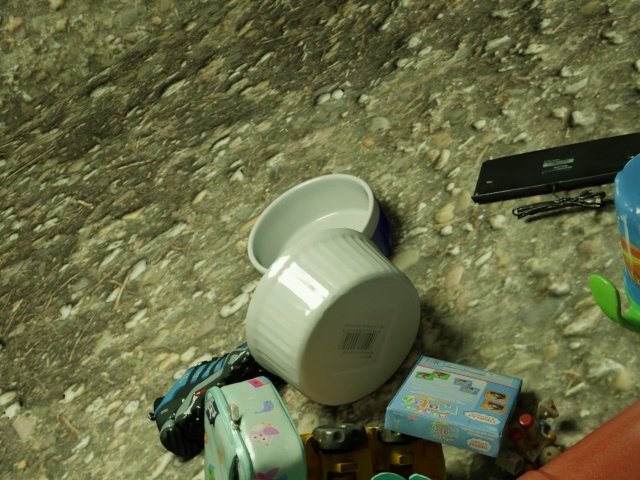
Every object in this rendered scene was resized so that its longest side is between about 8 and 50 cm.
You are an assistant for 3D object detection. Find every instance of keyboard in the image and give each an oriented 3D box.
[{"bbox_3d":[0.424,-0.105,1.872,0.317,0.033,0.202,-10,36,29],"label":"keyboard"}]

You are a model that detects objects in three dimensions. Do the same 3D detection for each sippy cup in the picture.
[{"bbox_3d":[0.536,-0.019,1.531,0.240,0.224,0.306,-2,45,33],"label":"sippy cup"}]

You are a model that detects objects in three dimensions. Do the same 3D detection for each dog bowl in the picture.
[{"bbox_3d":[0.000,0.000,1.992,0.264,0.104,0.265,-19,39,16],"label":"dog bowl"}]

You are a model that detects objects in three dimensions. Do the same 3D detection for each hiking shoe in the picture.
[{"bbox_3d":[-0.173,0.236,1.838,0.304,0.113,0.132,-37,38,-7],"label":"hiking shoe"}]

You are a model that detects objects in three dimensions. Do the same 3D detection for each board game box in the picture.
[{"bbox_3d":[0.196,0.234,1.510,0.160,0.039,0.211,12,16,16],"label":"board game box"}]

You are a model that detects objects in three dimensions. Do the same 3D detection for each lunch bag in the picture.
[{"bbox_3d":[-0.094,0.344,1.453,0.107,0.279,0.224,-7,30,-15],"label":"lunch bag"}]

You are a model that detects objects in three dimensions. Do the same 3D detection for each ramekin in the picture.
[{"bbox_3d":[0.030,0.131,1.690,0.277,0.277,0.135,-41,45,-12],"label":"ramekin"}]

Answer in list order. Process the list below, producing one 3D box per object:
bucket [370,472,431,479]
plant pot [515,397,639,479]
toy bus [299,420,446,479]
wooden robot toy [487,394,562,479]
[{"bbox_3d":[0.105,0.460,1.327,0.281,0.183,0.281,-19,39,17],"label":"bucket"},{"bbox_3d":[0.374,0.322,1.219,0.265,0.272,0.272,-38,37,-9],"label":"plant pot"},{"bbox_3d":[0.045,0.337,1.539,0.220,0.150,0.211,-2,-4,-22],"label":"toy bus"},{"bbox_3d":[0.303,0.300,1.467,0.079,0.076,0.173,27,65,37],"label":"wooden robot toy"}]
